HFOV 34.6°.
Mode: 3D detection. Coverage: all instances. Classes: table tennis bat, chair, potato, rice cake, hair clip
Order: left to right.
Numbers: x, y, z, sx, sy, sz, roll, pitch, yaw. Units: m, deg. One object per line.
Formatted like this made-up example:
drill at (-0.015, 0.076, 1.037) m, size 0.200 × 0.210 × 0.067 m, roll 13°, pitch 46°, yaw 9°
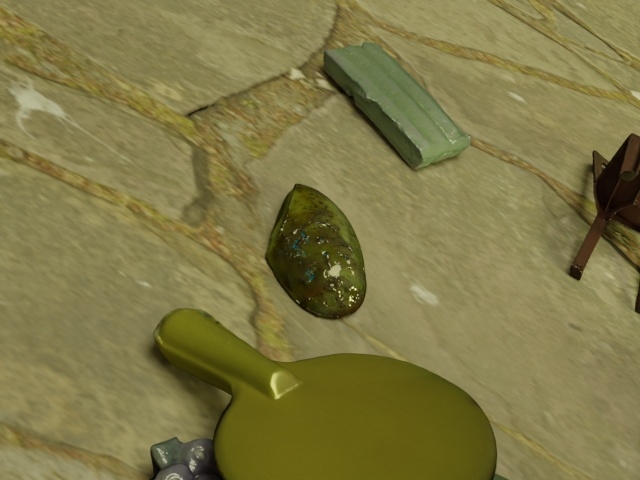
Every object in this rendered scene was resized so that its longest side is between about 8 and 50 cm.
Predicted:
hair clip at (-0.091, 0.253, 0.851) m, size 0.124 × 0.052 × 0.195 m, roll -14°, pitch 61°, yaw -47°
table tennis bat at (-0.020, 0.146, 0.892) m, size 0.368 × 0.054 × 0.224 m, roll 24°, pitch 37°, yaw 38°
potato at (0.000, 0.000, 1.177) m, size 0.119 × 0.054 × 0.198 m, roll 13°, pitch 41°, yaw -14°
rice cake at (0.105, -0.198, 1.467) m, size 0.127 × 0.043 × 0.237 m, roll -17°, pitch 56°, yaw -41°
chair at (0.467, -0.068, 1.427) m, size 0.175 × 0.183 × 0.326 m, roll 30°, pitch 39°, yaw 2°

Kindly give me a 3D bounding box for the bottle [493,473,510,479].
bottle at (0.056, 0.323, 0.752) m, size 0.168 × 0.168 × 0.347 m, roll 38°, pitch 39°, yaw 13°
